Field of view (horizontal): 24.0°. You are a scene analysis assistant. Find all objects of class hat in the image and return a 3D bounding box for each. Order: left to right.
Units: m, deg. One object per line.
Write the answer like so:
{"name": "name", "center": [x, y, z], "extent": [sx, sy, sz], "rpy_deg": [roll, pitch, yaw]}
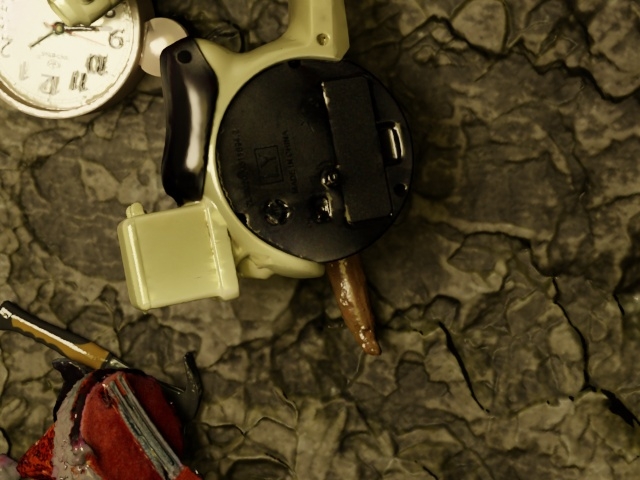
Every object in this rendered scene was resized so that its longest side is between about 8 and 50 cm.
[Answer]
{"name": "hat", "center": [-0.212, 0.193, 1.320], "extent": [0.227, 0.129, 0.140], "rpy_deg": [-21, 126, 40]}

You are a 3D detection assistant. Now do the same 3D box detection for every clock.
{"name": "clock", "center": [-0.217, -0.182, 1.279], "extent": [0.229, 0.063, 0.156], "rpy_deg": [10, 99, 6]}
{"name": "clock", "center": [-0.075, -0.147, 1.188], "extent": [0.276, 0.120, 0.379], "rpy_deg": [-14, 89, -13]}

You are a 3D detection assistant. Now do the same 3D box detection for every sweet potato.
{"name": "sweet potato", "center": [0.000, 0.000, 1.274], "extent": [0.050, 0.050, 0.214], "rpy_deg": [-30, 95, 14]}

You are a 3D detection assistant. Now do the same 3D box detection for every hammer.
{"name": "hammer", "center": [-0.196, 0.103, 1.342], "extent": [0.201, 0.021, 0.078], "rpy_deg": [26, 103, 5]}
